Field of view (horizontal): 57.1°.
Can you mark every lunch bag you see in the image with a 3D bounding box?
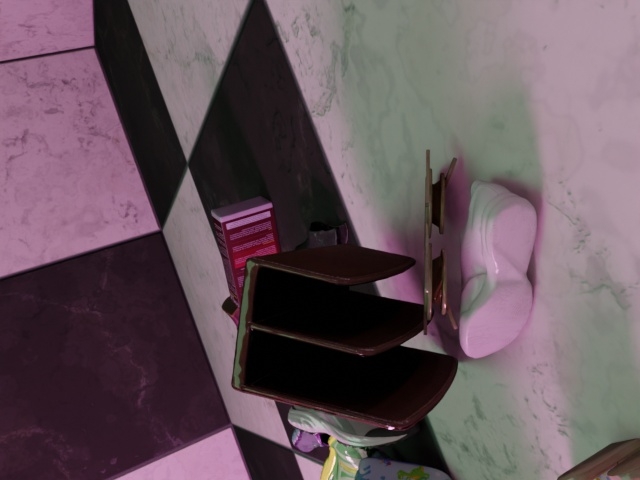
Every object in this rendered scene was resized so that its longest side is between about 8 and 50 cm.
[{"bbox_3d":[0.140,0.474,1.004,0.090,0.176,0.218,-63,-25,-54],"label":"lunch bag"}]

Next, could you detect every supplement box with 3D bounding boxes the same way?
[{"bbox_3d":[-0.164,0.029,1.384,0.073,0.130,0.239,30,134,57],"label":"supplement box"}]

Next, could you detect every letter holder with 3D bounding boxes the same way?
[{"bbox_3d":[0.064,0.101,0.742,0.215,0.302,0.151,10,97,23],"label":"letter holder"}]

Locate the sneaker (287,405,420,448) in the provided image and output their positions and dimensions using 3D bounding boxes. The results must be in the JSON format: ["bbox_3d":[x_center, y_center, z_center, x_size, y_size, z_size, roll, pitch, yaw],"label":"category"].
[{"bbox_3d":[0.052,0.307,1.070,0.272,0.100,0.107,3,87,36],"label":"sneaker"}]

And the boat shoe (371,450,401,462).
[{"bbox_3d":[0.132,0.532,1.150,0.079,0.095,0.254,24,128,58],"label":"boat shoe"}]

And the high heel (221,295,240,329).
[{"bbox_3d":[-0.108,0.259,1.529,0.377,0.127,0.181,31,164,52],"label":"high heel"}]

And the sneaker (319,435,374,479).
[{"bbox_3d":[0.079,0.447,1.231,0.124,0.109,0.295,25,132,21],"label":"sneaker"}]

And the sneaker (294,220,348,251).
[{"bbox_3d":[-0.002,0.001,1.102,0.170,0.051,0.089,19,125,57],"label":"sneaker"}]

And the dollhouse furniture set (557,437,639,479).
[{"bbox_3d":[0.284,0.324,0.552,0.212,0.161,0.242,63,156,18],"label":"dollhouse furniture set"}]

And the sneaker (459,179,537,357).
[{"bbox_3d":[0.190,0.032,0.675,0.094,0.080,0.212,-122,30,-57],"label":"sneaker"}]

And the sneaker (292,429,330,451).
[{"bbox_3d":[-0.012,0.493,1.472,0.098,0.083,0.223,49,148,33],"label":"sneaker"}]

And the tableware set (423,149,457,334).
[{"bbox_3d":[0.142,0.001,0.691,0.128,0.039,0.194,75,-161,-58],"label":"tableware set"}]
